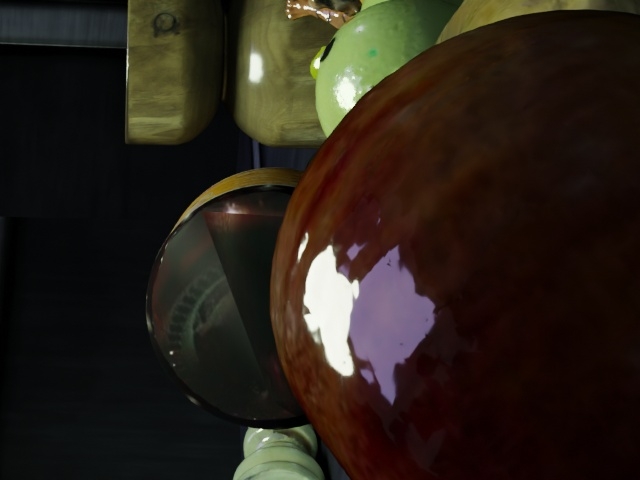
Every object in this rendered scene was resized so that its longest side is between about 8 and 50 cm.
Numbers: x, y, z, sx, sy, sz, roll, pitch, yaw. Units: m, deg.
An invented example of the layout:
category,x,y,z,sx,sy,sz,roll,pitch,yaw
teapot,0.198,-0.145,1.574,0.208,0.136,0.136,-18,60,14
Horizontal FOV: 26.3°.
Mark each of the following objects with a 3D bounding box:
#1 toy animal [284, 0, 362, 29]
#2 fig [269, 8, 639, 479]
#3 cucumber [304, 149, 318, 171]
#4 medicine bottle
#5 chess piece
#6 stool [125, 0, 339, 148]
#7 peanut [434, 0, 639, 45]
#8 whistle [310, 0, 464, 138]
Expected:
category,x,y,z,sx,sy,sz,roll,pitch,yaw
toy animal,0.067,-0.117,1.121,0.255,0.114,0.116,69,168,-21
fig,0.097,0.038,0.441,0.235,0.214,0.235,49,151,39
cucumber,0.000,0.000,1.699,0.056,0.056,0.284,102,172,-55
medicine bottle,-0.044,0.044,1.423,0.395,0.242,0.242,-82,-6,-85
chess piece,-0.056,0.291,1.841,0.243,0.133,0.133,-93,8,-63
stool,-0.055,-0.178,1.334,0.179,0.264,0.179,-179,90,-82
peanut,0.106,-0.071,0.718,0.236,0.110,0.120,136,156,-70
whistle,0.058,-0.142,0.970,0.294,0.141,0.141,-96,10,-50
